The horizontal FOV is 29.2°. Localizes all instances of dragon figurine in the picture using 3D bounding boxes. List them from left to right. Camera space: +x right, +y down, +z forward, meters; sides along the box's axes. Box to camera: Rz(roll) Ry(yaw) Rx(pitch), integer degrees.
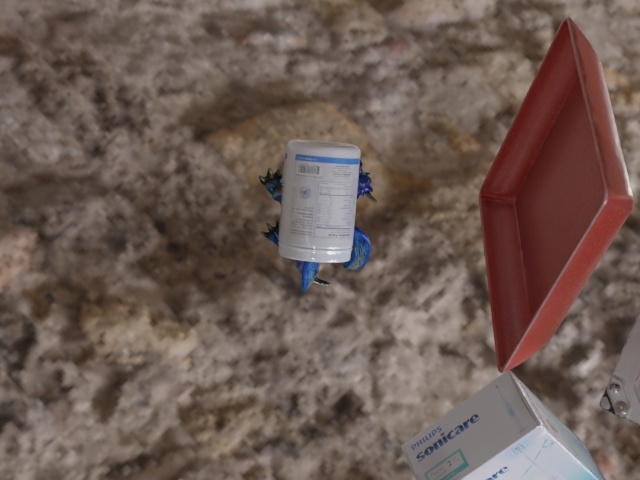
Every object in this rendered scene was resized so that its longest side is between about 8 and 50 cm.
[{"bbox_3d":[0.000,0.000,1.399,0.085,0.144,0.289,-21,140,-20],"label":"dragon figurine"}]

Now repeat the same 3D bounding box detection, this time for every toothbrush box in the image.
[{"bbox_3d":[0.302,0.369,1.956,0.216,0.126,0.295,-36,132,10],"label":"toothbrush box"}]

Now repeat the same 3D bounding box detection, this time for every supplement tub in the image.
[{"bbox_3d":[-0.001,-0.037,1.127,0.071,0.071,0.107,-13,110,-66],"label":"supplement tub"}]

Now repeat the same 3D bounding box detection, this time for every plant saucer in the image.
[{"bbox_3d":[0.227,-0.040,1.197,0.259,0.048,0.258,111,-15,-45],"label":"plant saucer"}]

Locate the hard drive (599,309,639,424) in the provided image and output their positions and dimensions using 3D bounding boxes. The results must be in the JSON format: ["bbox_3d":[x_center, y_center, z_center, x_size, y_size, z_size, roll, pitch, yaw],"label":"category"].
[{"bbox_3d":[0.450,0.113,1.088,0.064,0.339,0.236,23,92,-63],"label":"hard drive"}]
